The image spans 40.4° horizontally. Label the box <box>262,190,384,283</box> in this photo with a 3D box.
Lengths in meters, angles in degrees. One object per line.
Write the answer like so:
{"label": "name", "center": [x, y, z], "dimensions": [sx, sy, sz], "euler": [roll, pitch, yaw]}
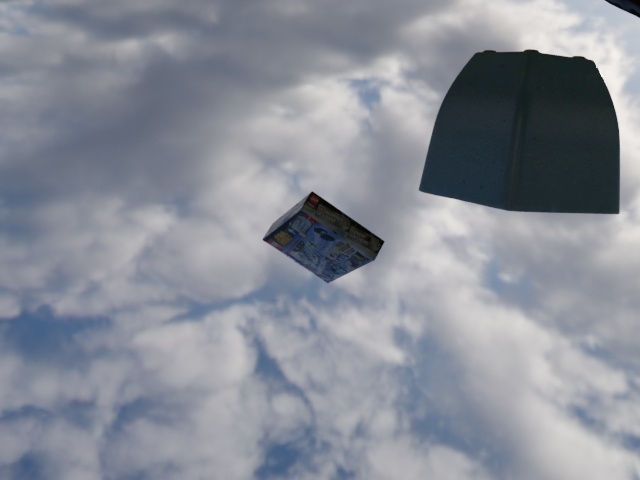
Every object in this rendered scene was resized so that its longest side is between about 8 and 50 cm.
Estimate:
{"label": "box", "center": [0.000, 0.000, 0.942], "dimensions": [0.094, 0.137, 0.027], "euler": [34, -112, -11]}

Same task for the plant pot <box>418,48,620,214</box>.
{"label": "plant pot", "center": [0.343, -0.186, 1.453], "dimensions": [0.247, 0.252, 0.248], "euler": [1, -170, -28]}

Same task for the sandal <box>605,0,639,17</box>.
{"label": "sandal", "center": [0.396, -0.265, 0.939], "dimensions": [0.097, 0.054, 0.254], "euler": [-43, -134, -8]}
